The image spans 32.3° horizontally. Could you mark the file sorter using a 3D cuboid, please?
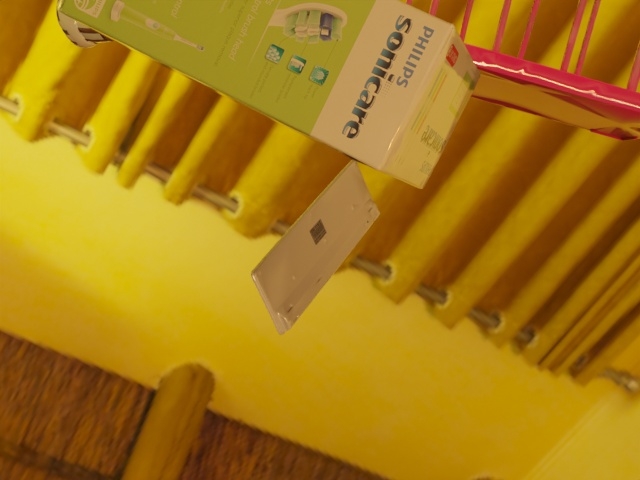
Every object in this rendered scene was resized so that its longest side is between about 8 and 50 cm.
[{"bbox_3d":[0.235,-0.228,1.114,0.290,0.182,0.202,15,-178,-6],"label":"file sorter"}]

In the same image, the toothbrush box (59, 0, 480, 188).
[{"bbox_3d":[-0.030,-0.159,0.893,0.283,0.122,0.206,29,-175,13],"label":"toothbrush box"}]

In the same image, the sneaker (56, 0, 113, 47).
[{"bbox_3d":[-0.181,-0.338,1.326,0.162,0.281,0.106,16,160,37],"label":"sneaker"}]

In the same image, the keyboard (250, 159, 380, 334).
[{"bbox_3d":[0.000,0.000,1.144,0.072,0.014,0.256,61,-145,-16],"label":"keyboard"}]
